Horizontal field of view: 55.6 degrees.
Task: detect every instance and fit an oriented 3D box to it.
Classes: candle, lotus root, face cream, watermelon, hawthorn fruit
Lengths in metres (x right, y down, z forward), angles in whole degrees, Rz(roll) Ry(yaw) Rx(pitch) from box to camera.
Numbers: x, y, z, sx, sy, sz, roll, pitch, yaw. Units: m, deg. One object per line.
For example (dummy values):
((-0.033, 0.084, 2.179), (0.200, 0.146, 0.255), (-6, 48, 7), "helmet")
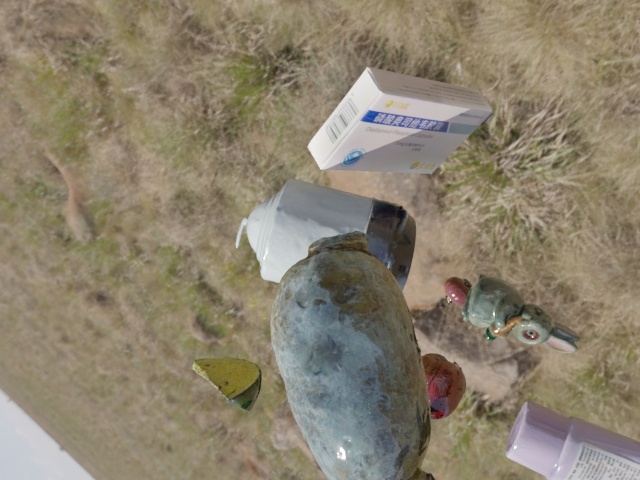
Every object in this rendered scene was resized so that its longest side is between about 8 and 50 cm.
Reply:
((0.000, 0.000, 1.184), (0.343, 0.221, 0.221), (15, 149, 1), "candle")
((0.039, 0.158, 0.705), (0.175, 0.175, 0.349), (127, 130, -62), "lotus root")
((0.407, 0.323, 0.851), (0.274, 0.096, 0.154), (23, 119, 15), "face cream")
((-0.153, 0.248, 1.109), (0.092, 0.075, 0.181), (37, 169, -29), "watermelon")
((0.262, 0.353, 1.428), (0.148, 0.171, 0.148), (18, 162, 6), "hawthorn fruit")

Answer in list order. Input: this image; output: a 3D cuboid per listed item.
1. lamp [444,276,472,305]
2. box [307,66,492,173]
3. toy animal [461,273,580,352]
((0.434, 0.159, 1.910), (0.101, 0.090, 0.101), (46, -169, -11), "lamp")
((0.164, -0.220, 1.184), (0.200, 0.344, 0.065), (-48, 59, 38), "box")
((0.412, 0.154, 1.253), (0.237, 0.138, 0.108), (12, 165, 29), "toy animal")
